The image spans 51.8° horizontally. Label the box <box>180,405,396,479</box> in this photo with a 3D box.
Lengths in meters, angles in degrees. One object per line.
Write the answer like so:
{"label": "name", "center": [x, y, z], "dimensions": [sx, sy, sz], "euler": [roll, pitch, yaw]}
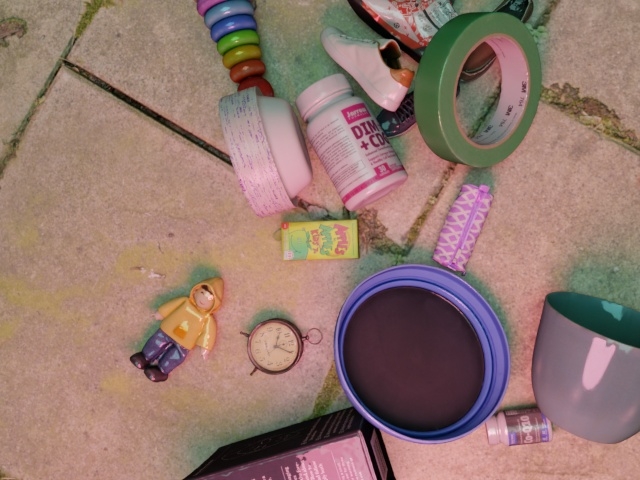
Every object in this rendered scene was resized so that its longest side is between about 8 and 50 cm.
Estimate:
{"label": "box", "center": [-0.055, 0.530, 1.429], "dimensions": [0.396, 0.293, 0.211], "euler": [-18, 85, 7]}

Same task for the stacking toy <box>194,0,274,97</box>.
{"label": "stacking toy", "center": [-0.197, -0.463, 1.584], "dimensions": [0.141, 0.141, 0.330], "euler": [-17, 92, 7]}

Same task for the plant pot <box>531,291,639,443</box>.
{"label": "plant pot", "center": [0.574, 0.271, 1.363], "dimensions": [0.293, 0.293, 0.235], "euler": [16, 105, 8]}

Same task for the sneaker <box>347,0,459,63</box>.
{"label": "sneaker", "center": [0.200, -0.526, 1.513], "dimensions": [0.270, 0.090, 0.145], "euler": [39, 92, 5]}

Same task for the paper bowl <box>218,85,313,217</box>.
{"label": "paper bowl", "center": [-0.111, -0.203, 1.471], "dimensions": [0.148, 0.284, 0.284], "euler": [-16, 86, 5]}

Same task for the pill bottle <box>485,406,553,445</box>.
{"label": "pill bottle", "center": [0.440, 0.416, 1.472], "dimensions": [0.137, 0.078, 0.078], "euler": [-9, 86, 8]}

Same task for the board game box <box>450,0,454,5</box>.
{"label": "board game box", "center": [0.250, -0.566, 1.565], "dimensions": [0.126, 0.026, 0.186], "euler": [24, 91, 8]}

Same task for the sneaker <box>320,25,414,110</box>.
{"label": "sneaker", "center": [0.114, -0.424, 1.501], "dimensions": [0.290, 0.106, 0.123], "euler": [51, 121, 28]}

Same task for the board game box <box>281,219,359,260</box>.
{"label": "board game box", "center": [0.000, 0.000, 1.569], "dimensions": [0.182, 0.043, 0.092], "euler": [-2, 87, 8]}

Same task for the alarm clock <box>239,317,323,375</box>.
{"label": "alarm clock", "center": [-0.086, 0.245, 1.561], "dimensions": [0.192, 0.064, 0.129], "euler": [-14, 86, 10]}

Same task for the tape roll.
{"label": "tape roll", "center": [0.342, -0.320, 1.412], "dimensions": [0.077, 0.321, 0.321], "euler": [25, 92, 51]}

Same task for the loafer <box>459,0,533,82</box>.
{"label": "loafer", "center": [0.391, -0.475, 1.510], "dimensions": [0.094, 0.087, 0.251], "euler": [39, 93, 8]}

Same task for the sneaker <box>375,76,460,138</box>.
{"label": "sneaker", "center": [0.213, -0.316, 1.493], "dimensions": [0.226, 0.163, 0.086], "euler": [-31, 85, 7]}

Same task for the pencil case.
{"label": "pencil case", "center": [0.324, -0.028, 1.502], "dimensions": [0.086, 0.088, 0.206], "euler": [20, 90, 6]}

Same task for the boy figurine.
{"label": "boy figurine", "center": [-0.321, 0.210, 1.584], "dimensions": [0.177, 0.092, 0.285], "euler": [43, 97, 10]}

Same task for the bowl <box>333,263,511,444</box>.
{"label": "bowl", "center": [0.213, 0.243, 1.431], "dimensions": [0.392, 0.077, 0.390], "euler": [5, 65, -11]}

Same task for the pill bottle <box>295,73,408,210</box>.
{"label": "pill bottle", "center": [0.065, -0.225, 1.509], "dimensions": [0.160, 0.160, 0.283], "euler": [-30, 84, 6]}
